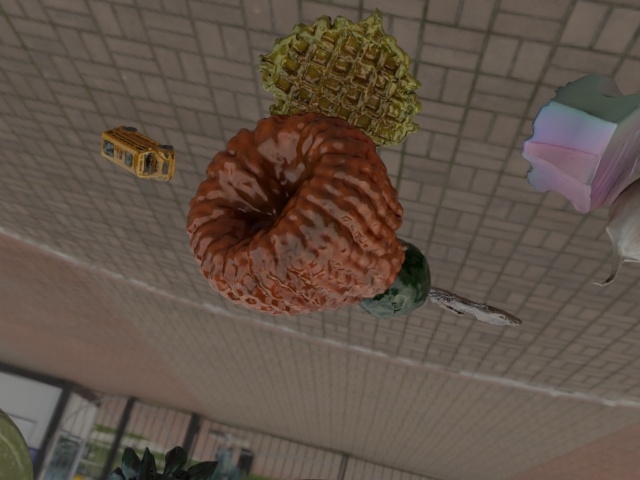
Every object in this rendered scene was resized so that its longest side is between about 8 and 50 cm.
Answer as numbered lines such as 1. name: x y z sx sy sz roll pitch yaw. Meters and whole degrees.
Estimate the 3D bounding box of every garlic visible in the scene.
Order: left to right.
1. garlic: 0.502 -0.031 1.087 0.267 0.148 0.128 -16 132 -1

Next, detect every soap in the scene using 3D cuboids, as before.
1. soap: 0.410 -0.145 1.088 0.109 0.192 0.324 33 -156 27

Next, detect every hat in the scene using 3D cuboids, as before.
1. hat: 0.000 0.000 1.070 0.286 0.285 0.400 5 160 25

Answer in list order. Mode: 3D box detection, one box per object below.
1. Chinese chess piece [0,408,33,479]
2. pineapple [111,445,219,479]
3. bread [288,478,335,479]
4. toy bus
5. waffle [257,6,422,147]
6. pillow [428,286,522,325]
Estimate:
1. Chinese chess piece: -0.553 0.368 0.968 0.147 0.349 0.349 7 156 27
2. pineapple: -0.093 0.183 0.449 0.083 0.103 0.221 33 160 -14
3. bread: -0.054 0.490 0.866 0.329 0.424 0.245 42 147 43
4. toy bus: -0.368 -0.174 1.461 0.162 0.074 0.069 28 121 27
5. waffle: 0.033 -0.238 1.155 0.245 0.052 0.254 -19 117 19
6. pillow: 0.368 0.166 1.797 0.135 0.049 0.248 27 172 -39
